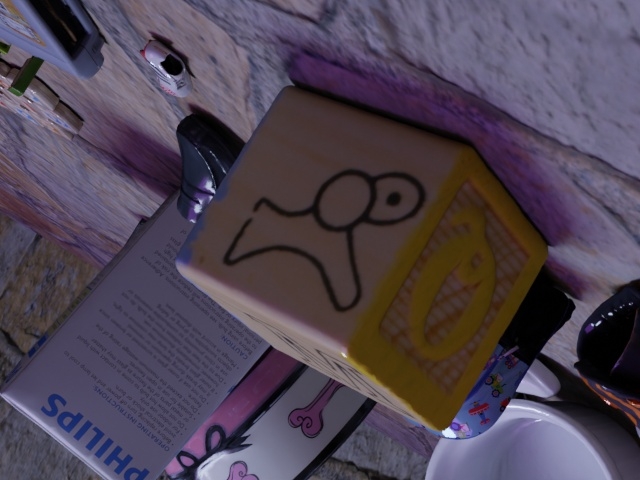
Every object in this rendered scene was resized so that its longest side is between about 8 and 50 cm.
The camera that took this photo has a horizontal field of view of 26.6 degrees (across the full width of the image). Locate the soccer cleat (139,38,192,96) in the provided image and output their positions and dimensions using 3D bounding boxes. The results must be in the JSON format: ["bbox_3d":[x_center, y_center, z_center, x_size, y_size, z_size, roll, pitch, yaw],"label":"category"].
[{"bbox_3d":[-0.137,-0.156,1.258,0.035,0.029,0.083,30,166,33],"label":"soccer cleat"}]

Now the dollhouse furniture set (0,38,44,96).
[{"bbox_3d":[-0.394,-0.232,1.554,0.151,0.058,0.076,35,169,-19],"label":"dollhouse furniture set"}]

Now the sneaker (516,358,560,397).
[{"bbox_3d":[0.183,0.154,1.623,0.212,0.094,0.080,25,167,29],"label":"sneaker"}]

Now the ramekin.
[{"bbox_3d":[0.275,0.324,1.646,0.277,0.277,0.135,24,-164,36],"label":"ramekin"}]

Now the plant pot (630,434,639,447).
[{"bbox_3d":[0.402,0.373,1.767,0.212,0.187,0.212,25,168,36],"label":"plant pot"}]

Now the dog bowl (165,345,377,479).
[{"bbox_3d":[-0.068,0.228,1.928,0.150,0.408,0.408,46,168,-7],"label":"dog bowl"}]

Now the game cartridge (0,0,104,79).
[{"bbox_3d":[-0.323,-0.258,1.249,0.198,0.062,0.297,24,169,14],"label":"game cartridge"}]

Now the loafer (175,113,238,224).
[{"bbox_3d":[-0.121,-0.052,1.484,0.076,0.078,0.223,44,164,30],"label":"loafer"}]

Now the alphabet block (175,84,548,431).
[{"bbox_3d":[0.037,0.014,1.116,0.197,0.192,0.193,25,170,38],"label":"alphabet block"}]

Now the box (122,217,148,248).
[{"bbox_3d":[-0.220,0.089,2.337,0.270,0.143,0.165,22,165,41],"label":"box"}]

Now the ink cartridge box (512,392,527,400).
[{"bbox_3d":[0.205,0.214,1.854,0.165,0.065,0.333,26,165,27],"label":"ink cartridge box"}]

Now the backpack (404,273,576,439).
[{"bbox_3d":[0.123,0.088,1.256,0.117,0.173,0.158,39,168,-38],"label":"backpack"}]

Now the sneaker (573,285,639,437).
[{"bbox_3d":[0.314,0.135,1.063,0.180,0.124,0.321,36,169,-30],"label":"sneaker"}]

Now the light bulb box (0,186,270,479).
[{"bbox_3d":[-0.228,0.129,1.843,0.225,0.361,0.358,42,171,-7],"label":"light bulb box"}]

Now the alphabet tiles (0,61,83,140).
[{"bbox_3d":[-0.456,-0.230,1.853,0.284,0.021,0.278,26,168,27],"label":"alphabet tiles"}]
